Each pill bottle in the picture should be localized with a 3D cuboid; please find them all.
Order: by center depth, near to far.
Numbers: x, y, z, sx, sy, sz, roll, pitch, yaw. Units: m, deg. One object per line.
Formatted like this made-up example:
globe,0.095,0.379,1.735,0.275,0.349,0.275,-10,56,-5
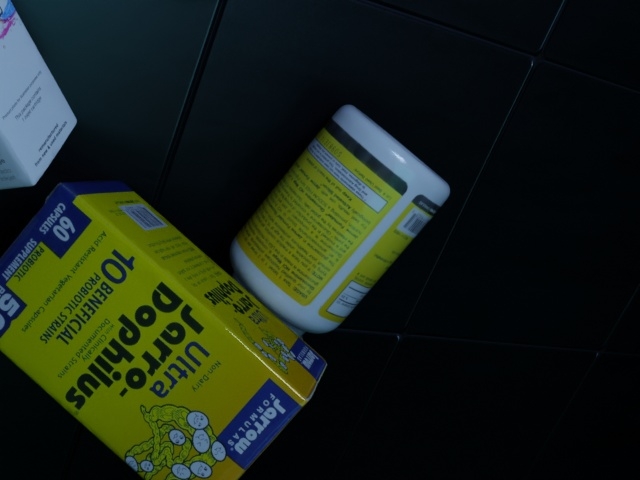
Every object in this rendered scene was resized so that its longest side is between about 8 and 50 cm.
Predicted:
pill bottle,0.000,0.000,1.165,0.188,0.188,0.334,33,102,-39

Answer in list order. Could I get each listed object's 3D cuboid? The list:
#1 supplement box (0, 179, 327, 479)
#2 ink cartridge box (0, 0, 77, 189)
supplement box,-0.194,0.115,1.015,0.356,0.195,0.194,41,98,2
ink cartridge box,-0.396,-0.182,0.823,0.202,0.117,0.278,-4,132,19
